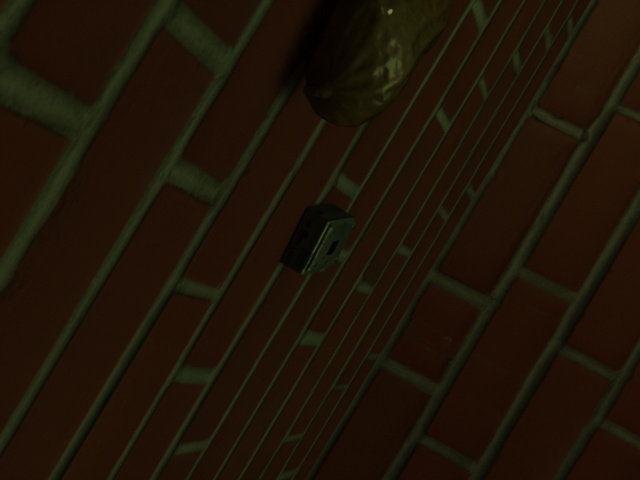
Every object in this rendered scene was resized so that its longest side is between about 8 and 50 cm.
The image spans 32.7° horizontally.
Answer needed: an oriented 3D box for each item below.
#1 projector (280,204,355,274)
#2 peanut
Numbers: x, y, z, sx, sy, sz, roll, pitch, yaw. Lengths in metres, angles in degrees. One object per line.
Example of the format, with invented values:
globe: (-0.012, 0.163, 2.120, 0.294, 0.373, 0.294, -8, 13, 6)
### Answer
projector: (0.000, 0.000, 1.940, 0.115, 0.061, 0.147, -61, 164, 13)
peanut: (0.085, -0.287, 1.501, 0.291, 0.143, 0.159, -53, 174, -31)
